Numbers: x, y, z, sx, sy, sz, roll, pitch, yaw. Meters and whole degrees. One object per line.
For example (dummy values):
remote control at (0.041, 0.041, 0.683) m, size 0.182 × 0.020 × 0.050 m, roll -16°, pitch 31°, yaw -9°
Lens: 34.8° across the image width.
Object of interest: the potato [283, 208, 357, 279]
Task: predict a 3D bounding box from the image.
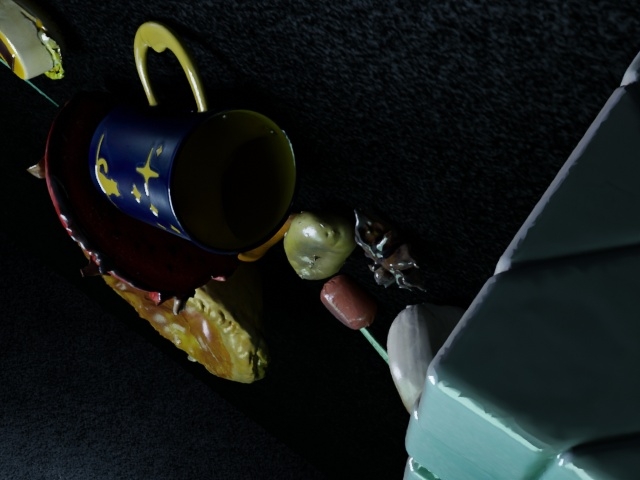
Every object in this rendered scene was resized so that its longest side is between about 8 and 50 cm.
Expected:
potato at (0.000, 0.000, 1.341) m, size 0.091 × 0.070 × 0.138 m, roll 22°, pitch 148°, yaw -7°

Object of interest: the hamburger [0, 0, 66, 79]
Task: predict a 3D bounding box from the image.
hamburger at (-0.408, -0.283, 1.419) m, size 0.141 × 0.081 × 0.126 m, roll 47°, pitch 161°, yaw 11°

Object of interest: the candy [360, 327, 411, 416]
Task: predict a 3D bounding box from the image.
candy at (0.117, 0.194, 1.620) m, size 0.335 × 0.092 × 0.093 m, roll 49°, pitch -163°, yaw -10°

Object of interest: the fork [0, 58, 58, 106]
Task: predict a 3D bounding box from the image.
fork at (-0.539, -0.298, 1.721) m, size 0.235 × 0.021 × 0.039 m, roll 42°, pitch 165°, yaw -10°

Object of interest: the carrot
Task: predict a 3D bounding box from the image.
carrot at (-0.078, -0.015, 1.488) m, size 0.061 × 0.061 × 0.256 m, roll 41°, pitch 157°, yaw -9°

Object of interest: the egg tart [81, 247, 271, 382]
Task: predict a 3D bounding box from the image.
egg tart at (-0.234, 0.065, 1.779) m, size 0.443 × 0.178 × 0.443 m, roll 36°, pitch 163°, yaw 13°

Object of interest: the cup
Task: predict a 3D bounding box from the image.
cup at (-0.163, -0.132, 1.278) m, size 0.178 × 0.255 × 0.256 m, roll 4°, pitch -171°, yaw -38°

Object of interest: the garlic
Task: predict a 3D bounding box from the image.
garlic at (0.181, 0.164, 1.321) m, size 0.142 × 0.178 × 0.229 m, roll -16°, pitch 150°, yaw 31°

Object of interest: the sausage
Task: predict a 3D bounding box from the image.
sausage at (0.041, 0.094, 1.524) m, size 0.094 × 0.054 × 0.059 m, roll 44°, pitch 161°, yaw -16°

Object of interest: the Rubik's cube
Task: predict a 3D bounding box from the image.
Rubik's cube at (0.269, 0.098, 0.685) m, size 0.322 × 0.319 × 0.316 m, roll 31°, pitch 160°, yaw 16°

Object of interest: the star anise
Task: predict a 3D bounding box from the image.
star anise at (0.085, 0.026, 1.269) m, size 0.124 × 0.056 × 0.129 m, roll 43°, pitch 162°, yaw 22°

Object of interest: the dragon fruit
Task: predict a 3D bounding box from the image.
dragon fruit at (-0.290, -0.041, 1.429) m, size 0.343 × 0.100 × 0.282 m, roll 55°, pitch -155°, yaw 0°
